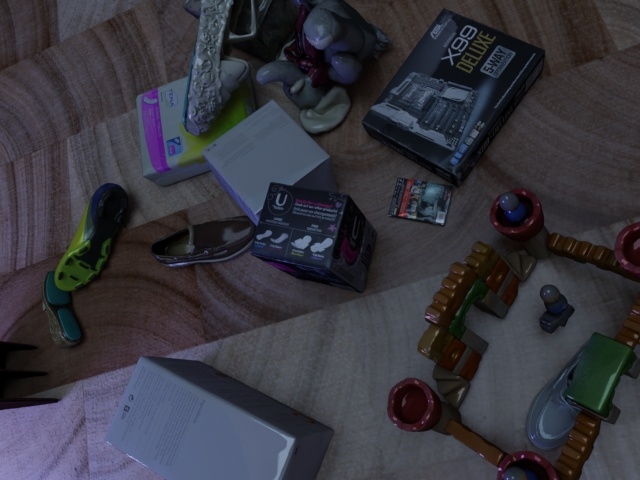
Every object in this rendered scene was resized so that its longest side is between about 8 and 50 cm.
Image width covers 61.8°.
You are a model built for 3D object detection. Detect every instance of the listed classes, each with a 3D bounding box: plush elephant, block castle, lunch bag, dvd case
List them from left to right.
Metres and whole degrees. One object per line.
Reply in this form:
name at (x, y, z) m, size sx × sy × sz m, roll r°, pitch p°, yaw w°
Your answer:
lunch bag at (-0.150, -0.614, 1.298) m, size 0.235 × 0.169 × 0.287 m, roll 30°, pitch 90°, yaw 22°
plush elephant at (-0.020, -0.396, 1.160) m, size 0.255 × 0.329 × 0.272 m, roll -43°, pitch 63°, yaw 28°
dvd case at (0.208, -0.082, 1.111) m, size 0.119 × 0.013 × 0.087 m, roll 11°, pitch 79°, yaw 22°
block castle at (0.326, 0.154, 0.844) m, size 0.303 × 0.212 × 0.454 m, roll 25°, pitch 83°, yaw 46°

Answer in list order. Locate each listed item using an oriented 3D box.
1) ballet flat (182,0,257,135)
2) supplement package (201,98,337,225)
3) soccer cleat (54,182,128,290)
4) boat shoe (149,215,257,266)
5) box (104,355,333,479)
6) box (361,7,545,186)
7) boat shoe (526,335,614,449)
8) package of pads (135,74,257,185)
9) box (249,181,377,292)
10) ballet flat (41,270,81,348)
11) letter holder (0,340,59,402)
ballet flat at (-0.207, -0.426, 1.149) m, size 0.146 × 0.147 × 0.410 m, roll 11°, pitch 96°, yaw 21°
supplement package at (-0.104, -0.146, 1.143) m, size 0.194 × 0.149 × 0.203 m, roll -38°, pitch 66°, yaw -9°
soccer cleat at (-0.567, -0.009, 1.329) m, size 0.121 × 0.093 × 0.289 m, roll 28°, pitch 89°, yaw 54°
boat shoe at (-0.264, 0.003, 1.202) m, size 0.257 × 0.095 × 0.095 m, roll -19°, pitch 70°, yaw 13°
box at (-0.183, 0.366, 1.009) m, size 0.345 × 0.215 × 0.169 m, roll 19°, pitch 82°, yaw 23°
box at (0.273, -0.302, 1.116) m, size 0.242 × 0.076 × 0.308 m, roll 36°, pitch 89°, yaw 24°
boat shoe at (0.428, 0.254, 0.905) m, size 0.079 × 0.081 × 0.228 m, roll 36°, pitch 88°, yaw 24°
package of pads at (-0.295, -0.285, 1.292) m, size 0.296 × 0.101 × 0.229 m, roll -15°, pitch 72°, yaw 14°
box at (0.000, 0.000, 1.030) m, size 0.163 × 0.247 × 0.142 m, roll 11°, pitch 80°, yaw 21°
ballet flat at (-0.644, 0.172, 1.302) m, size 0.067 × 0.073 × 0.206 m, roll -38°, pitch 62°, yaw 21°
letter holder at (-0.751, 0.292, 1.174) m, size 0.214 × 0.302 × 0.152 m, roll -9°, pitch 72°, yaw 16°
